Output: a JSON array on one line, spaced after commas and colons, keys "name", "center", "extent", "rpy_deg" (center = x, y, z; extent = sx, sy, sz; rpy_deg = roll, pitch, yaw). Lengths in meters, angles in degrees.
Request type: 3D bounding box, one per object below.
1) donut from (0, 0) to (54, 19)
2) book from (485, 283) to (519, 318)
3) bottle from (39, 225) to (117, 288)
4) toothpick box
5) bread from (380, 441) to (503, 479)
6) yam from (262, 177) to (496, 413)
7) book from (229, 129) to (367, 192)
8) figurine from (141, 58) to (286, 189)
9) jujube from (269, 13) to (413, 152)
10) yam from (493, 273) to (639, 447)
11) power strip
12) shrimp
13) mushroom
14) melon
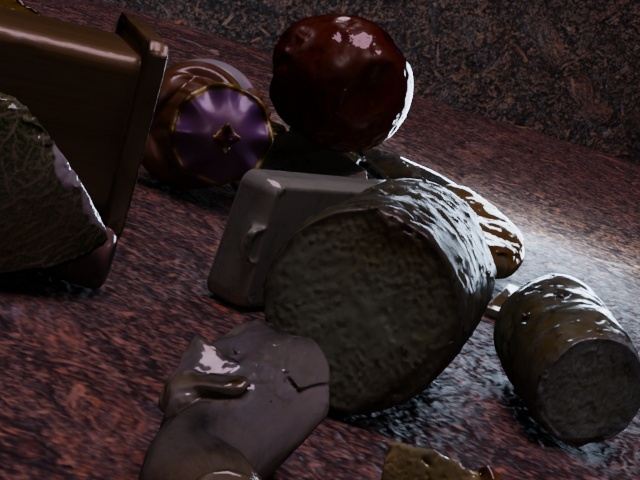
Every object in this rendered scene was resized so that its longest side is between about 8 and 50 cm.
[{"name": "donut", "center": [-0.416, -0.244, 1.984], "extent": [0.272, 0.107, 0.272], "rpy_deg": [20, 16, -6]}, {"name": "book", "center": [0.246, 0.083, 1.735], "extent": [0.118, 0.012, 0.172], "rpy_deg": [21, 11, 11]}, {"name": "bottle", "center": [-0.232, -0.006, 1.263], "extent": [0.140, 0.053, 0.053], "rpy_deg": [19, 11, 0]}, {"name": "toothpick box", "center": [-0.316, -0.136, 1.446], "extent": [0.308, 0.187, 0.190], "rpy_deg": [11, 14, -19]}, {"name": "bread", "center": [0.070, 0.158, 0.866], "extent": [0.084, 0.109, 0.080], "rpy_deg": [22, 14, 34]}, {"name": "yam", "center": [0.054, 0.036, 1.263], "extent": [0.161, 0.161, 0.268], "rpy_deg": [21, 11, 10]}, {"name": "book", "center": [-0.040, -0.086, 1.872], "extent": [0.138, 0.016, 0.199], "rpy_deg": [-17, 24, -13]}, {"name": "figurine", "center": [-0.131, -0.133, 1.797], "extent": [0.189, 0.142, 0.263], "rpy_deg": [2, 10, -3]}, {"name": "jujube", "center": [0.013, -0.188, 1.863], "extent": [0.168, 0.168, 0.236], "rpy_deg": [15, 7, -20]}, {"name": "yam", "center": [0.211, 0.102, 1.355], "extent": [0.107, 0.107, 0.194], "rpy_deg": [18, 12, -7]}, {"name": "power strip", "center": [0.000, 0.000, 1.451], "extent": [0.046, 0.118, 0.270], "rpy_deg": [23, 12, 32]}, {"name": "shrimp", "center": [0.057, -0.053, 1.932], "extent": [0.272, 0.085, 0.445], "rpy_deg": [4, 21, -34]}, {"name": "mushroom", "center": [-0.052, 0.118, 0.903], "extent": [0.096, 0.099, 0.278], "rpy_deg": [7, 15, 7]}, {"name": "melon", "center": [-0.251, -0.048, 1.176], "extent": [0.202, 0.139, 0.093], "rpy_deg": [-4, 33, -33]}]
